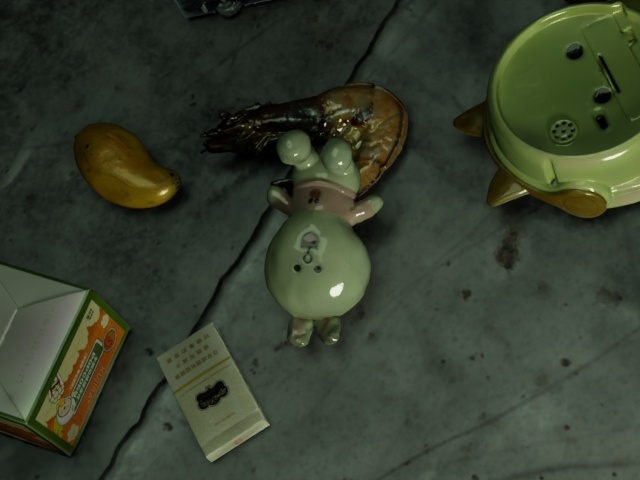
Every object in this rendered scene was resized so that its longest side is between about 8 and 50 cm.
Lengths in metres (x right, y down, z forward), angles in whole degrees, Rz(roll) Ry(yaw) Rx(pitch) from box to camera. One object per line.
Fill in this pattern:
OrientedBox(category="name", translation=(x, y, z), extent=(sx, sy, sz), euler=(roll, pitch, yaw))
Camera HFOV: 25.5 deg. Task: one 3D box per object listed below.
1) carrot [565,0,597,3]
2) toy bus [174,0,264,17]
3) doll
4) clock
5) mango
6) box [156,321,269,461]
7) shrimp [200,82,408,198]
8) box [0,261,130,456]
OrientedBox(category="carrot", translation=(0.360, -0.416, 1.921), extent=(0.087, 0.087, 0.193), euler=(-7, 61, 17))
OrientedBox(category="toy bus", translation=(-0.076, -0.421, 2.075), extent=(0.297, 0.106, 0.131), euler=(-9, 59, 14))
OrientedBox(category="doll", translation=(0.003, -0.003, 1.809), extent=(0.155, 0.113, 0.274), euler=(0, 88, 12))
OrientedBox(category="clock", translation=(0.343, -0.176, 1.778), extent=(0.348, 0.117, 0.286), euler=(-24, 57, 7))
OrientedBox(category="mango", translation=(-0.281, -0.103, 2.001), extent=(0.190, 0.075, 0.098), euler=(35, 85, 25))
OrientedBox(category="box", translation=(-0.140, 0.193, 1.818), extent=(0.090, 0.024, 0.167), euler=(-33, 57, 2))
OrientedBox(category="shrimp", translation=(-0.020, -0.116, 1.919), extent=(0.289, 0.075, 0.178), euler=(-10, 62, 0))
OrientedBox(category="box", translation=(-0.383, 0.153, 1.857), extent=(0.178, 0.148, 0.194), euler=(14, 69, 22))
